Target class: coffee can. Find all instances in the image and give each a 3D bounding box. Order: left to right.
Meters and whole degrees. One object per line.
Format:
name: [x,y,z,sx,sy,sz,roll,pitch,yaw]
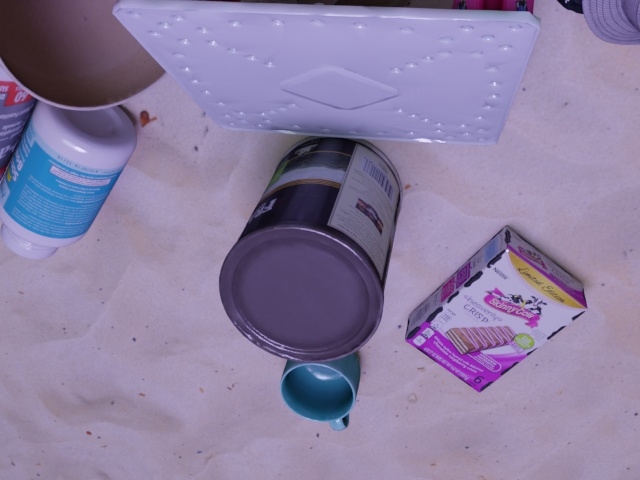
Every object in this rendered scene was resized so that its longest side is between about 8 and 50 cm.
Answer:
coffee can: [0.000,0.000,0.970,0.201,0.275,0.202,6,122,9]

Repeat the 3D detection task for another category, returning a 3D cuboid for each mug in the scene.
mug: [0.001,0.237,1.222,0.129,0.097,0.158,14,124,3]

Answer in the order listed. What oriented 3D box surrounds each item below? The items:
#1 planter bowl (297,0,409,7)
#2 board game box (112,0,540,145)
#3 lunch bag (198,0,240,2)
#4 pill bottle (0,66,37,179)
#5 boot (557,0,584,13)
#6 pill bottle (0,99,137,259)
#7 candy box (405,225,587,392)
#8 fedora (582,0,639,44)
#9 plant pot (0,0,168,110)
planter bowl: [0.032,-0.322,0.850,0.162,0.162,0.109,-36,82,28]
board game box: [0.024,-0.194,0.821,0.389,0.390,0.050,5,83,9]
lunch bag: [-0.115,-0.367,0.738,0.120,0.293,0.258,0,102,12]
pill bottle: [-0.538,-0.175,1.020,0.210,0.210,0.363,34,123,-9]
boot: [0.340,-0.353,0.784,0.246,0.094,0.207,15,120,9]
pill bottle: [-0.393,-0.089,1.078,0.146,0.146,0.264,34,121,-9]
candy box: [0.265,0.112,1.103,0.159,0.071,0.233,35,121,-9]
fedora: [0.430,-0.268,0.739,0.275,0.124,0.243,-30,149,16]
plant pot: [-0.306,-0.329,0.867,0.191,0.284,0.284,40,129,29]
